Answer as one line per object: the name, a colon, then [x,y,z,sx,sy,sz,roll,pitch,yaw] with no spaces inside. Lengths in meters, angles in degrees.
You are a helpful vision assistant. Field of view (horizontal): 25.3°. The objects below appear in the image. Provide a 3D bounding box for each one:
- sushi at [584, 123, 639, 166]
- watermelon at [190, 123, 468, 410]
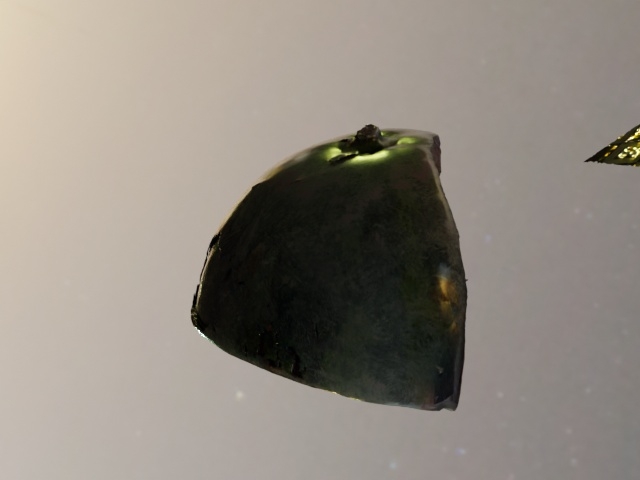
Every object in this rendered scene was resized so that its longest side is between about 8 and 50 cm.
sushi: [0.551,-0.203,1.857,0.339,0.069,0.320,-33,-160,-19]
watermelon: [0.002,-0.006,1.122,0.322,0.188,0.175,-133,-131,-68]
